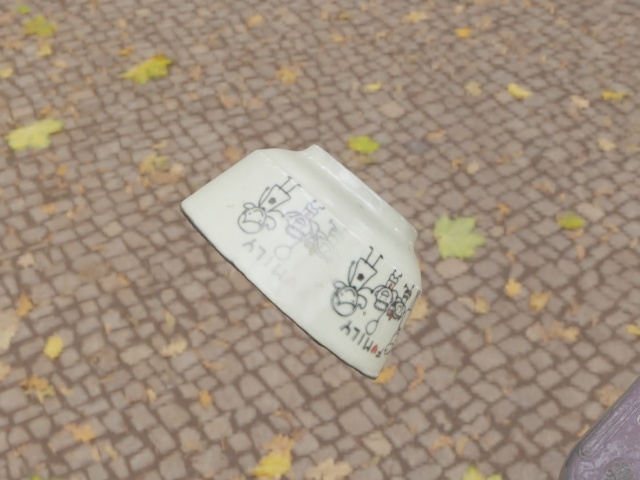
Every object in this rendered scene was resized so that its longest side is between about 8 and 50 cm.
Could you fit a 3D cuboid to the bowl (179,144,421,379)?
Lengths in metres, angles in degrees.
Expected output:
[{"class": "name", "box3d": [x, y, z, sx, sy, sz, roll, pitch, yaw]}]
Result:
[{"class": "bowl", "box3d": [0.000, 0.000, 0.926, 0.126, 0.238, 0.238, -50, 51, 2]}]

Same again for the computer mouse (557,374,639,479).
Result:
[{"class": "computer mouse", "box3d": [0.240, 0.106, 0.628, 0.232, 0.057, 0.120, -51, 32, 7]}]
